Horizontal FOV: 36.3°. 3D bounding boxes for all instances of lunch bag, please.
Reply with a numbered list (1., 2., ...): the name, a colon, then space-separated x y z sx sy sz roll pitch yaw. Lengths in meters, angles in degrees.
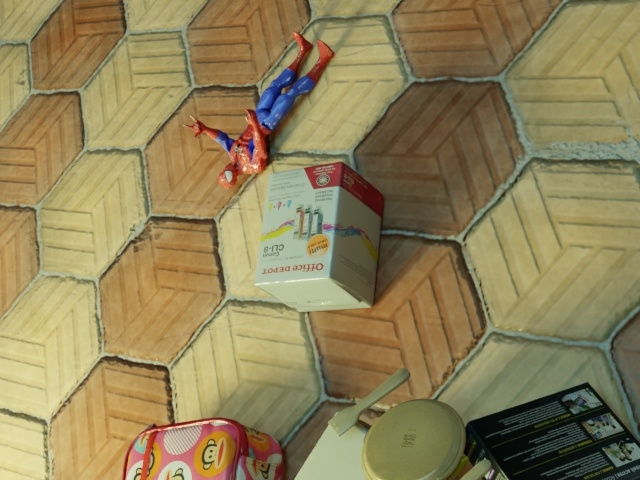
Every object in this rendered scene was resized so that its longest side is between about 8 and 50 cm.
1. lunch bag: -0.186 0.396 1.331 0.258 0.120 0.293 -14 60 32

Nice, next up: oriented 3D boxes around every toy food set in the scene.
1. toy food set: 0.101 0.234 1.082 0.132 0.038 0.192 -36 39 -4

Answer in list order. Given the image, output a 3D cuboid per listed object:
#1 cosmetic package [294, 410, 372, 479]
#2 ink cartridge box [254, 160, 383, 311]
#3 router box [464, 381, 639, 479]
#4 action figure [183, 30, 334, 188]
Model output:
1. cosmetic package: 0.121 0.339 1.128 0.296 0.153 0.129 31 85 40
2. ink cartridge box: 0.000 0.000 1.383 0.128 0.127 0.176 -7 65 30
3. router box: 0.263 0.238 1.077 0.133 0.179 0.046 55 145 38
4. action figure: -0.103 -0.218 1.554 0.091 0.139 0.280 27 87 40
